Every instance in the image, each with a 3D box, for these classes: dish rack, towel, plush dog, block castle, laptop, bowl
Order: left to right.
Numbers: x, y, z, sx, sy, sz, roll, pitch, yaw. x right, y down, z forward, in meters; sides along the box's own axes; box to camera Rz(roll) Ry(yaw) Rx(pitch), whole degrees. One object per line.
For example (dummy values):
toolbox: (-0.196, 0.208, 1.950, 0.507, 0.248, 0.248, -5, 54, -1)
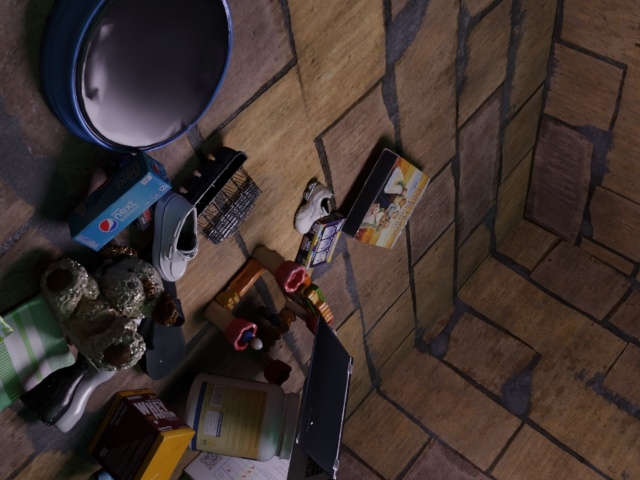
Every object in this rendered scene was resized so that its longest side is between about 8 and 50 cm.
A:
towel: (-0.668, 0.272, 1.436, 0.325, 0.038, 0.247, -37, 147, -33)
plush dog: (-0.433, 0.133, 1.485, 0.225, 0.262, 0.210, -38, 178, -29)
bowl: (-0.317, -0.337, 1.293, 0.391, 0.077, 0.391, -39, 149, -30)
dish rack: (-0.230, -0.093, 1.710, 0.208, 0.074, 0.271, -50, 153, -9)
block castle: (-0.124, 0.244, 2.103, 0.303, 0.213, 0.453, -49, 152, -14)
laptop: (-0.051, 0.484, 2.050, 0.408, 0.236, 0.381, -36, -147, 46)

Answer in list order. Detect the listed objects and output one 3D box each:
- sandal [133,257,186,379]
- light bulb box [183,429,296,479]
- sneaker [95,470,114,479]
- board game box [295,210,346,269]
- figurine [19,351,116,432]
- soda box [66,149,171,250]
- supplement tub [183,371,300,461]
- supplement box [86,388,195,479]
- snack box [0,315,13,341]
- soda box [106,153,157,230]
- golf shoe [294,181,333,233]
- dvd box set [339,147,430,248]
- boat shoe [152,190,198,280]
sandal: (-0.392, 0.205, 1.734, 0.167, 0.107, 0.445, -43, 149, -28)
light bulb box: (-0.207, 0.811, 2.436, 0.361, 0.358, 0.225, -42, 148, -24)
sneaker: (-0.618, 0.706, 1.996, 0.073, 0.063, 0.162, -8, 125, -33)
board game box: (0.000, 0.000, 2.218, 0.141, 0.048, 0.170, -18, 135, -53)
figurine: (-0.545, 0.323, 1.594, 0.209, 0.092, 0.215, -46, 169, -20)
soda box: (-0.394, -0.076, 1.371, 0.210, 0.071, 0.067, -37, 141, 12)
supplement tub: (-0.229, 0.520, 2.062, 0.228, 0.317, 0.228, -170, -90, -89)
supplement box: (-0.475, 0.529, 1.862, 0.191, 0.194, 0.129, -60, 153, 8)
snack box: (-0.652, 0.153, 1.299, 0.100, 0.037, 0.141, -46, 140, -24)
soda box: (-0.386, -0.100, 1.467, 0.060, 0.053, 0.168, -41, 150, -26)
golf shoe: (-0.018, -0.082, 2.057, 0.069, 0.086, 0.176, -23, 140, -50)
dvd box set: (0.230, -0.126, 2.389, 0.307, 0.062, 0.420, -61, 158, 6)
boat shoe: (-0.315, 0.010, 1.561, 0.095, 0.084, 0.258, -47, 157, -36)
